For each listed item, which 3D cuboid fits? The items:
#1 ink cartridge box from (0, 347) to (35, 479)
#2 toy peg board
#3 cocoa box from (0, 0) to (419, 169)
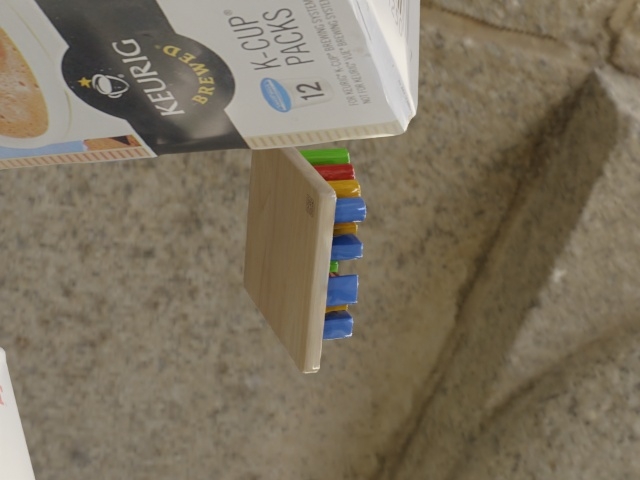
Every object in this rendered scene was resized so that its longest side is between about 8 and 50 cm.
[{"bbox_3d":[-0.280,0.239,0.779,0.160,0.385,0.279,-21,161,7],"label":"ink cartridge box"},{"bbox_3d":[0.000,0.000,1.069,0.079,0.160,0.161,-5,117,-21],"label":"toy peg board"},{"bbox_3d":[-0.114,-0.204,0.378,0.228,0.231,0.347,-5,151,15],"label":"cocoa box"}]
